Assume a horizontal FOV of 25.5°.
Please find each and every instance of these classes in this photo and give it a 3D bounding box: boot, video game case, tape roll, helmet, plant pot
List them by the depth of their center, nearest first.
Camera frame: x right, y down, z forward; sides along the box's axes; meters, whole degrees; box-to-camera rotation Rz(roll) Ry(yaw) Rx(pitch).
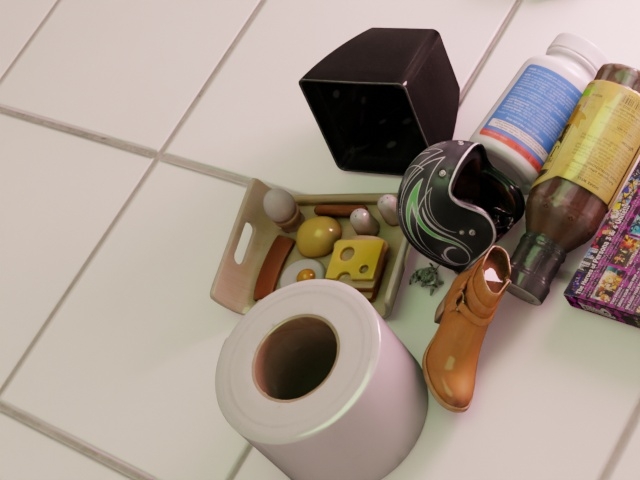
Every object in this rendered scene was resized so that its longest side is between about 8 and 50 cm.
[{"bbox_3d":[0.462,0.013,1.845,0.210,0.042,0.232,18,68,38],"label":"video game case"},{"bbox_3d":[0.198,0.113,1.857,0.152,0.073,0.197,125,154,-47],"label":"boot"},{"bbox_3d":[0.003,0.197,1.900,0.246,0.169,0.246,-15,52,20],"label":"tape roll"},{"bbox_3d":[0.184,-0.053,1.954,0.169,0.169,0.161,-44,86,-4],"label":"helmet"},{"bbox_3d":[0.110,-0.223,2.142,0.188,0.187,0.167,8,51,35],"label":"plant pot"}]

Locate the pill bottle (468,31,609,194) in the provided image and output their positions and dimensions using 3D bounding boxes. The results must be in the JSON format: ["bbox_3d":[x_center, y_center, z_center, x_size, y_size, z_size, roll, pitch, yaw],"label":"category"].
[{"bbox_3d":[0.317,-0.185,2.020,0.124,0.124,0.221,26,74,40],"label":"pill bottle"}]

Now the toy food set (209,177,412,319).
[{"bbox_3d":[0.000,0.000,2.096,0.306,0.092,0.219,0,58,31],"label":"toy food set"}]

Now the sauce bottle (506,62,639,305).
[{"bbox_3d":[0.349,-0.076,1.924,0.111,0.111,0.344,22,77,40],"label":"sauce bottle"}]

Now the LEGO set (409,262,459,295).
[{"bbox_3d":[0.162,0.047,2.012,0.083,0.023,0.054,-29,48,10],"label":"LEGO set"}]
